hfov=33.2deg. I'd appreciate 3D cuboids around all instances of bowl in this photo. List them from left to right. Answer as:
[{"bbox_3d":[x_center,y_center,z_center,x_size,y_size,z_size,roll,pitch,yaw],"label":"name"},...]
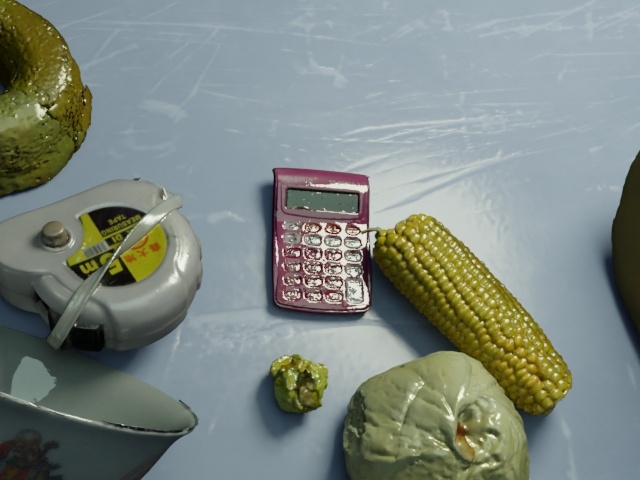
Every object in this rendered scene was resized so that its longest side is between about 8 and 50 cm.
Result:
[{"bbox_3d":[-0.304,0.185,1.029,0.346,0.345,0.157,22,89,-3],"label":"bowl"}]

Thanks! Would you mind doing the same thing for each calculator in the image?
[{"bbox_3d":[0.000,0.000,1.322,0.127,0.034,0.190,5,69,-13],"label":"calculator"}]

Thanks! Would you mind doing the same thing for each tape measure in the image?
[{"bbox_3d":[-0.234,0.030,1.190,0.236,0.120,0.197,-25,60,-24],"label":"tape measure"}]

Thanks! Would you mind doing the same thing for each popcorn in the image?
[{"bbox_3d":[-0.028,0.160,1.222,0.059,0.068,0.083,34,20,-45],"label":"popcorn"}]

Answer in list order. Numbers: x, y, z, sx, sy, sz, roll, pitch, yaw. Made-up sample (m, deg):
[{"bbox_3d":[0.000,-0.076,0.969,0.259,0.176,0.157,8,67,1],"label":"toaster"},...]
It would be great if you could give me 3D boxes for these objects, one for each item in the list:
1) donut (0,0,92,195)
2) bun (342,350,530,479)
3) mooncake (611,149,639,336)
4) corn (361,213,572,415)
[{"bbox_3d":[-0.407,-0.189,1.265,0.272,0.107,0.272,6,62,-11],"label":"donut"},{"bbox_3d":[0.135,0.226,1.187,0.221,0.134,0.220,7,63,-13],"label":"bun"},{"bbox_3d":[0.537,0.010,1.274,0.201,0.378,0.378,-8,67,-24],"label":"mooncake"},{"bbox_3d":[0.180,0.077,1.293,0.310,0.101,0.101,44,62,8],"label":"corn"}]
